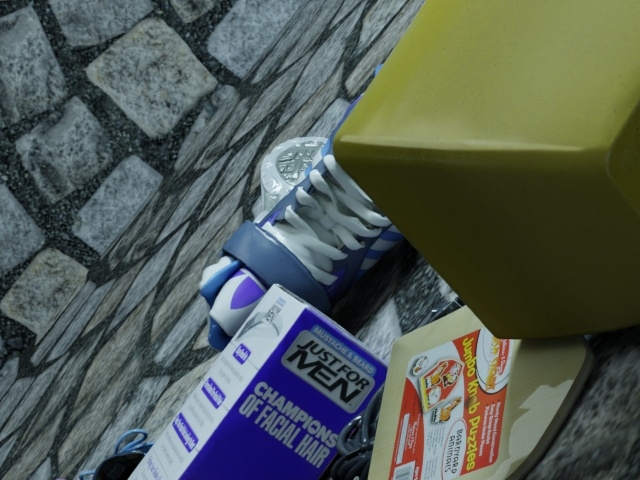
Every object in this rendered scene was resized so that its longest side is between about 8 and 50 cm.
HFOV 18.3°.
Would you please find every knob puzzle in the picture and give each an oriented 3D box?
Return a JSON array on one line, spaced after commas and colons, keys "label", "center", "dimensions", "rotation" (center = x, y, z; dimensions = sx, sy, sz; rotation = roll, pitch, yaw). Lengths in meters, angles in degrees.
[{"label": "knob puzzle", "center": [0.115, 0.114, 1.353], "dimensions": [0.213, 0.030, 0.213], "rotation": [-36, 33, 29]}]

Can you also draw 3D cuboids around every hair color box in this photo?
[{"label": "hair color box", "center": [-0.087, 0.207, 1.711], "dimensions": [0.339, 0.110, 0.185], "rotation": [-55, 10, -1]}]

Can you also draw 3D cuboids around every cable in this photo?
[{"label": "cable", "center": [0.077, 0.123, 1.497], "dimensions": [0.184, 0.047, 0.150], "rotation": [-48, 17, 9]}]

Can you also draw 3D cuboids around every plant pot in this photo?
[{"label": "plant pot", "center": [0.176, -0.065, 1.245], "dimensions": [0.187, 0.212, 0.212], "rotation": [10, 61, 50]}]

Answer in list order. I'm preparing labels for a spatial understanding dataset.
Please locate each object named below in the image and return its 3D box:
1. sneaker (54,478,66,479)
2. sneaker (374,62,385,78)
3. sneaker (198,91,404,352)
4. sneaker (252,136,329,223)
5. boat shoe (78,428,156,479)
[{"label": "sneaker", "center": [-0.287, 0.343, 2.091], "dimensions": [0.095, 0.104, 0.236], "rotation": [-42, 17, 38]}, {"label": "sneaker", "center": [0.086, -0.154, 2.149], "dimensions": [0.221, 0.087, 0.083], "rotation": [-44, 14, 37]}, {"label": "sneaker", "center": [-0.001, 0.000, 1.844], "dimensions": [0.236, 0.130, 0.323], "rotation": [-46, -1, -36]}, {"label": "sneaker", "center": [-0.026, -0.016, 2.130], "dimensions": [0.232, 0.090, 0.115], "rotation": [-69, -17, -44]}, {"label": "boat shoe", "center": [-0.187, 0.244, 2.025], "dimensions": [0.109, 0.089, 0.258], "rotation": [-54, 11, -5]}]
